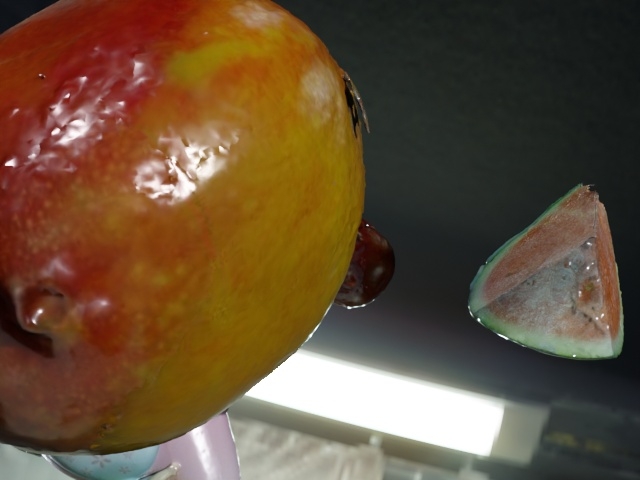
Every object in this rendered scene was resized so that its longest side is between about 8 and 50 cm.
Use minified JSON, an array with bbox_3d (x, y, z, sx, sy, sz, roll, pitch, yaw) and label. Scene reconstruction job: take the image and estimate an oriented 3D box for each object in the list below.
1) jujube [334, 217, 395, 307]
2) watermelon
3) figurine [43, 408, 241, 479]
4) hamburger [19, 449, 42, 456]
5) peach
[{"bbox_3d":[0.000,0.000,1.699,0.176,0.112,0.109,32,-53,31],"label":"jujube"},{"bbox_3d":[0.231,0.047,1.677,0.146,0.231,0.128,-12,-66,16],"label":"watermelon"},{"bbox_3d":[-0.211,0.320,1.446,0.284,0.315,0.206,-4,-7,-20],"label":"figurine"},{"bbox_3d":[-0.227,0.120,1.692,0.288,0.192,0.167,-7,-28,-11],"label":"hamburger"},{"bbox_3d":[-0.138,-0.012,1.099,0.372,0.372,0.290,-5,-57,34],"label":"peach"}]
